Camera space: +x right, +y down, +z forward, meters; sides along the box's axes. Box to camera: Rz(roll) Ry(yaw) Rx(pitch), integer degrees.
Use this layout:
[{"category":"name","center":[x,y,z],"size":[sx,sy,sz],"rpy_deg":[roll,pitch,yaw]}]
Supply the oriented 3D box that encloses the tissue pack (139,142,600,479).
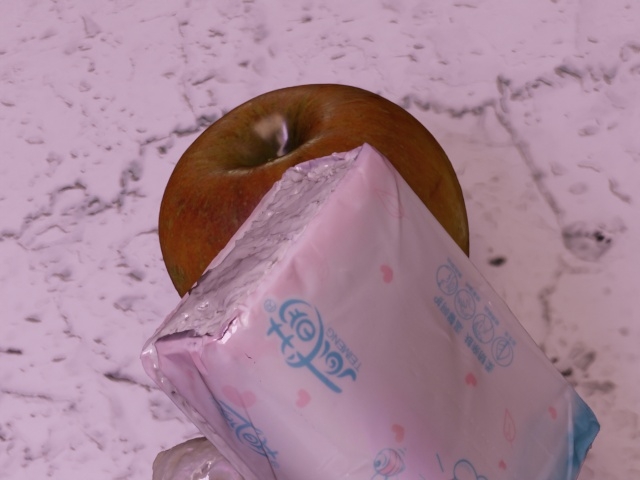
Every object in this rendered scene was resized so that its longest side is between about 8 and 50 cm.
[{"category":"tissue pack","center":[0.040,0.098,0.992],"size":[0.124,0.271,0.201],"rpy_deg":[-20,27,49]}]

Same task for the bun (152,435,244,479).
[{"category":"bun","center":[-0.063,0.205,1.076],"size":[0.193,0.128,0.178],"rpy_deg":[33,69,31]}]

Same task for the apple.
[{"category":"apple","center":[0.000,0.000,1.177],"size":[0.237,0.207,0.237],"rpy_deg":[-15,36,11]}]
